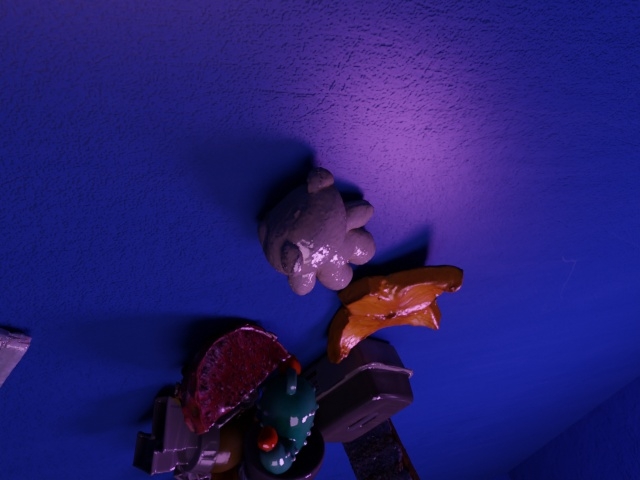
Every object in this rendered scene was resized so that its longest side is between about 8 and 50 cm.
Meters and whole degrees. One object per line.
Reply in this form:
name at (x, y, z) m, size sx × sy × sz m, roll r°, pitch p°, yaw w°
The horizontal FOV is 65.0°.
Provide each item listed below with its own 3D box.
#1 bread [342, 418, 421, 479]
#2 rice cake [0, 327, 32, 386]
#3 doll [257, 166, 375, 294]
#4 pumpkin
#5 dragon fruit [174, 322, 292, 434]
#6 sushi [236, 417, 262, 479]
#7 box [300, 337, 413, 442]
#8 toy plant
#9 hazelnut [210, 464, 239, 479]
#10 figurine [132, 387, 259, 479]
bread at (0.184, 0.657, 1.450) m, size 0.165 × 0.417 × 0.113 m, roll -32°, pitch 142°, yaw 4°
rice cake at (-0.577, 0.212, 0.837) m, size 0.211 × 0.038 × 0.124 m, roll -41°, pitch 139°, yaw 22°
doll at (-0.003, 0.003, 0.832) m, size 0.149 × 0.175 × 0.278 m, roll 5°, pitch 162°, yaw 27°
pumpkin at (0.143, 0.149, 1.079) m, size 0.290 × 0.095 × 0.258 m, roll -14°, pitch 146°, yaw -5°
dragon fruit at (-0.220, 0.270, 1.008) m, size 0.211 × 0.134 × 0.262 m, roll -34°, pitch 179°, yaw 34°
sushi at (-0.132, 0.579, 1.366) m, size 0.124 × 0.130 × 0.332 m, roll 11°, pitch 110°, yaw -54°
box at (0.078, 0.380, 1.263) m, size 0.220 × 0.166 × 0.290 m, roll 22°, pitch 126°, yaw -43°
toy plant at (-0.081, 0.444, 1.108) m, size 0.279 × 0.185 × 0.401 m, roll -36°, pitch 141°, yaw -60°
hazelnut at (-0.302, 0.677, 1.438) m, size 0.204 × 0.178 × 0.178 m, roll -43°, pitch 150°, yaw -26°
figurine at (-0.269, 0.469, 1.195) m, size 0.284 × 0.167 × 0.342 m, roll 14°, pitch 135°, yaw -34°
